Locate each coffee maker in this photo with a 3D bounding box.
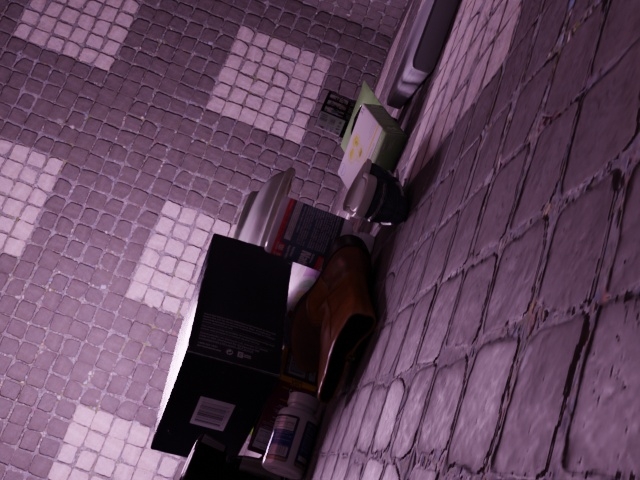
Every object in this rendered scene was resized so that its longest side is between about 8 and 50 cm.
[{"bbox_3d":[-0.158,0.436,1.289,0.171,0.178,0.120,-75,5,-65],"label":"coffee maker"}]

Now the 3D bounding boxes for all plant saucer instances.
[{"bbox_3d":[-0.174,-0.019,2.015,0.400,0.100,0.401,-161,90,-89],"label":"plant saucer"}]

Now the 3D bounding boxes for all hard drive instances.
[{"bbox_3d":[0.217,-0.422,1.563,0.353,0.047,0.233,169,121,-87],"label":"hard drive"}]

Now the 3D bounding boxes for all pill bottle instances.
[{"bbox_3d":[0.000,0.000,1.331,0.108,0.180,0.108,-160,90,-88],"label":"pill bottle"},{"bbox_3d":[-0.042,0.299,1.145,0.067,0.067,0.120,115,175,-62],"label":"pill bottle"}]

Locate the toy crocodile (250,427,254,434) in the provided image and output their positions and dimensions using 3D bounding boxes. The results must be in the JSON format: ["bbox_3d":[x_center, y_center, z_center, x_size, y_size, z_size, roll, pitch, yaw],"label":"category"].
[{"bbox_3d":[-0.130,0.414,1.958,0.115,0.105,0.341,-72,8,-52],"label":"toy crocodile"}]

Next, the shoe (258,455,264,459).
[{"bbox_3d":[-0.123,0.477,1.418,0.178,0.063,0.081,-46,-25,-71],"label":"shoe"}]

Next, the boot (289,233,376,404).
[{"bbox_3d":[0.021,0.156,1.125,0.264,0.096,0.280,-61,13,22],"label":"boot"}]

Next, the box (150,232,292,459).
[{"bbox_3d":[-0.199,0.225,1.508,0.313,0.178,0.343,-85,16,-48],"label":"box"}]

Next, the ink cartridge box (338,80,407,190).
[{"bbox_3d":[0.084,-0.206,1.531,0.235,0.056,0.171,62,140,45],"label":"ink cartridge box"}]

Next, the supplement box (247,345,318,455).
[{"bbox_3d":[-0.069,0.317,1.441,0.104,0.080,0.188,-78,9,-67],"label":"supplement box"}]

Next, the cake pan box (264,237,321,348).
[{"bbox_3d":[-0.047,0.082,1.618,0.267,0.070,0.246,52,125,47],"label":"cake pan box"}]

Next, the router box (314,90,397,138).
[{"bbox_3d":[0.084,-0.271,1.708,0.133,0.178,0.046,-72,5,-57],"label":"router box"}]

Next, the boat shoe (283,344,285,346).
[{"bbox_3d":[0.001,0.111,1.719,0.112,0.095,0.335,2,-62,-55],"label":"boat shoe"}]

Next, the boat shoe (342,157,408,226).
[{"bbox_3d":[0.089,-0.073,1.158,0.254,0.079,0.095,-108,40,-82],"label":"boat shoe"}]
